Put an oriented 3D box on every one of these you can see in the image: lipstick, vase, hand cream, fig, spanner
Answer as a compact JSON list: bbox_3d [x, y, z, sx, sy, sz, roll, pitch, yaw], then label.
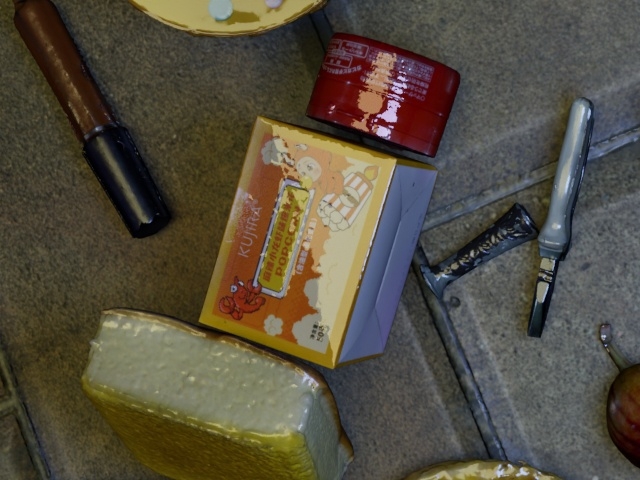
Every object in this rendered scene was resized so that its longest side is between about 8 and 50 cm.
[{"bbox_3d":[-0.347,-0.194,1.982,0.077,0.077,0.418,-32,81,14],"label":"lipstick"},{"bbox_3d":[0.217,0.015,1.828,0.167,0.059,0.059,-34,81,14],"label":"vase"},{"bbox_3d":[0.085,-0.195,1.798,0.193,0.193,0.125,21,94,15],"label":"hand cream"},{"bbox_3d":[0.432,0.223,1.729,0.202,0.148,0.149,13,54,49],"label":"fig"},{"bbox_3d":[0.320,-0.029,1.778,0.040,0.096,0.324,13,93,16],"label":"spanner"}]

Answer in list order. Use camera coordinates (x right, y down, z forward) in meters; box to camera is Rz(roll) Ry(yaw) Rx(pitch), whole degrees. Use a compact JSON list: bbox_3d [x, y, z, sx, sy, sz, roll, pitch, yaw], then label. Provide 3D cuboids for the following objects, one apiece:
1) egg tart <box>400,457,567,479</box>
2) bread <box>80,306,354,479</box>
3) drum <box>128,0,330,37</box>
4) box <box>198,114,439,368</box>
[{"bbox_3d":[0.219,0.508,1.766,0.443,0.178,0.443,0,90,14],"label":"egg tart"},{"bbox_3d":[-0.132,0.237,1.788,0.324,0.333,0.143,15,65,15],"label":"bread"},{"bbox_3d":[-0.114,-0.486,1.785,0.431,0.214,0.431,2,106,6],"label":"drum"},{"bbox_3d":[0.000,0.000,1.787,0.214,0.259,0.283,17,94,18],"label":"box"}]
